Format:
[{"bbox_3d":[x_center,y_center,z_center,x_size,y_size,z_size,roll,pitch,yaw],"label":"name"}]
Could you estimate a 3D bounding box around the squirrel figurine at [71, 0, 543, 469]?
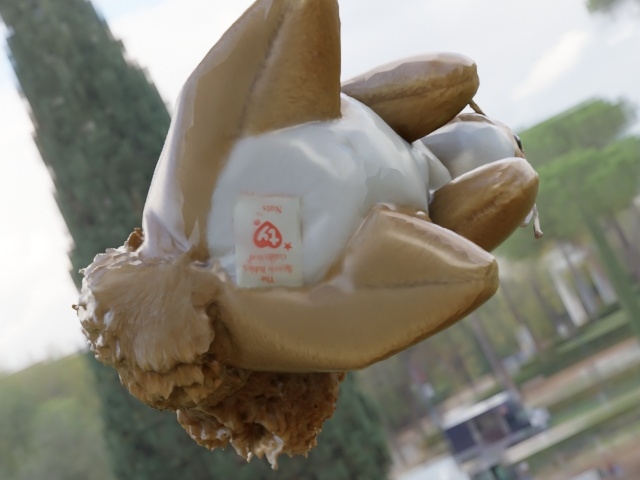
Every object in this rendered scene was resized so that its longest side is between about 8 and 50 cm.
[{"bbox_3d":[0.000,0.000,1.585,0.397,0.281,0.370,-41,-9,19],"label":"squirrel figurine"}]
